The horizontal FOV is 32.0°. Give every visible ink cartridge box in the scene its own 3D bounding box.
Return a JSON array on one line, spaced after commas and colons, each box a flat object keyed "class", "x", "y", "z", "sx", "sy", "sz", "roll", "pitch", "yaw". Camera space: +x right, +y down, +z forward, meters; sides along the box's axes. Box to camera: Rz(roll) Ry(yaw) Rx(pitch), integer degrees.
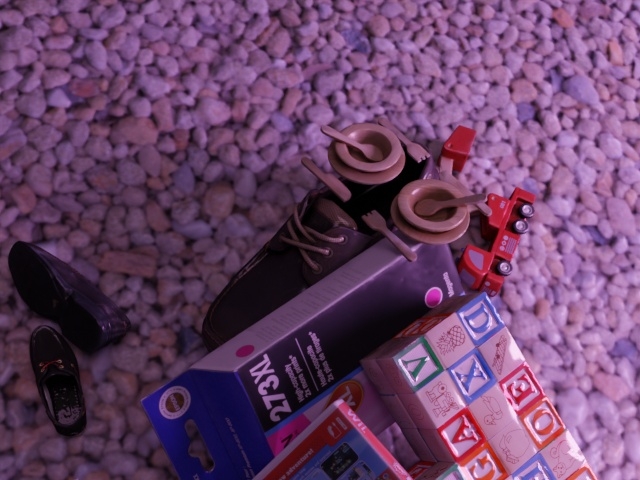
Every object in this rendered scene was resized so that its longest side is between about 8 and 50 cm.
[{"class": "ink cartridge box", "x": 0.004, "y": 0.143, "z": 1.192, "sx": 0.371, "sy": 0.175, "sz": 0.069, "roll": -32, "pitch": 28, "yaw": -20}]

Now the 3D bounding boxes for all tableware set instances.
[{"class": "tableware set", "x": 0.087, "y": -0.071, "z": 1.220, "sx": 0.128, "sy": 0.039, "sz": 0.194, "roll": -30, "pitch": 58, "yaw": -27}]

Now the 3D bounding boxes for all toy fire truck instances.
[{"class": "toy fire truck", "x": 0.190, "y": -0.037, "z": 1.377, "sx": 0.135, "sy": 0.047, "sz": 0.192, "roll": 24, "pitch": 64, "yaw": 5}]

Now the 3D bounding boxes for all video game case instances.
[{"class": "video game case", "x": 0.043, "y": 0.329, "z": 1.104, "sx": 0.204, "sy": 0.025, "sz": 0.285, "roll": -46, "pitch": 78, "yaw": 17}]

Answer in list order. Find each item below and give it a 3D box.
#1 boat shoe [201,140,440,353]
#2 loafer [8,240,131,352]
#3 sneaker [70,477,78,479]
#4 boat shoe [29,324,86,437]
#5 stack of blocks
[{"class": "boat shoe", "x": 0.000, "y": 0.000, "z": 1.266, "sx": 0.132, "sy": 0.130, "sz": 0.355, "roll": 34, "pitch": 61, "yaw": 27}, {"class": "loafer", "x": -0.285, "y": 0.061, "z": 1.253, "sx": 0.170, "sy": 0.062, "sz": 0.061, "roll": 43, "pitch": 26, "yaw": 20}, {"class": "sneaker", "x": -0.211, "y": 0.333, "z": 1.065, "sx": 0.094, "sy": 0.153, "sz": 0.235, "roll": -10, "pitch": 65, "yaw": -12}, {"class": "boat shoe", "x": -0.285, "y": 0.148, "z": 1.211, "sx": 0.049, "sy": 0.042, "sz": 0.133, "roll": -16, "pitch": 66, "yaw": -14}, {"class": "stack of blocks", "x": 0.164, "y": 0.224, "z": 1.160, "sx": 0.171, "sy": 0.087, "sz": 0.297, "roll": -33, "pitch": 95, "yaw": -23}]
